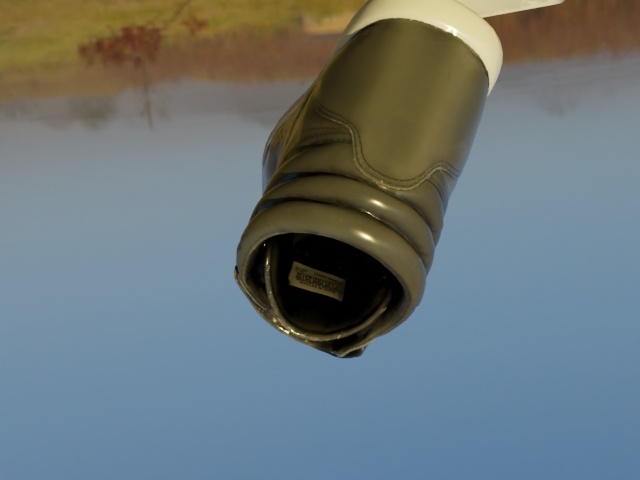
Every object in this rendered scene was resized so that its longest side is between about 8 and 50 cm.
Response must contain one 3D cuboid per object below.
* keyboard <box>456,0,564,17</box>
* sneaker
[{"bbox_3d":[0.088,-0.206,0.521,0.072,0.256,0.014,-8,-135,-6],"label":"keyboard"},{"bbox_3d":[0.000,0.000,0.647,0.105,0.146,0.295,26,155,-2],"label":"sneaker"}]
